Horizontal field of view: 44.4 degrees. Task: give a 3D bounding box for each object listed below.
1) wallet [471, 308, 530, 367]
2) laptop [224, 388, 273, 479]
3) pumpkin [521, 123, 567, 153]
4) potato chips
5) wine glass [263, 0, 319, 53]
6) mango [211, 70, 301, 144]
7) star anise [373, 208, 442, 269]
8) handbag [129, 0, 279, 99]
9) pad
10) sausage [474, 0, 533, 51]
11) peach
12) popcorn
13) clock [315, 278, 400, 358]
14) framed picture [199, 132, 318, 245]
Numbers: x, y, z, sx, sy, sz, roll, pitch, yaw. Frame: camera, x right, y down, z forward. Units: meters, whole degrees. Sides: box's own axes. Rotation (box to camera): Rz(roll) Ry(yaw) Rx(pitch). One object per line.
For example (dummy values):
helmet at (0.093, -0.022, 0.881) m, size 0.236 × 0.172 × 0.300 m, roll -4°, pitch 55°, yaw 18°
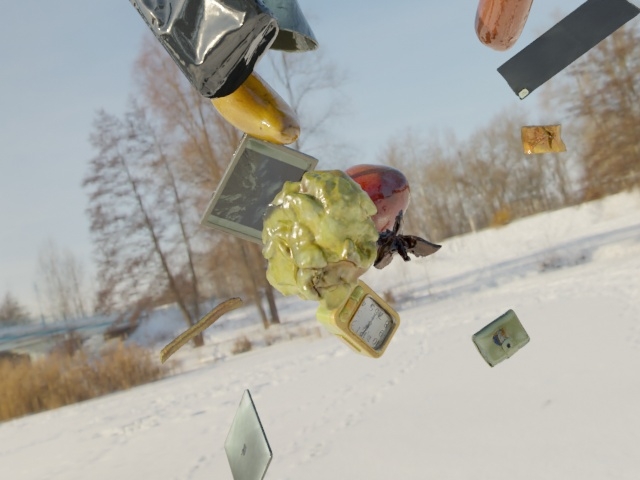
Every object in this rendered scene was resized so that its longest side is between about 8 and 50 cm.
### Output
wallet at (0.499, 0.272, 2.167) m, size 0.155 × 0.110 × 0.039 m, roll -28°, pitch -4°, yaw -26°
laptop at (-0.179, 0.510, 1.907) m, size 0.015 × 0.187 × 0.269 m, roll 14°, pitch 19°, yaw -24°
pumpkin at (0.528, -0.237, 1.852) m, size 0.101 × 0.073 × 0.035 m, roll -5°, pitch 22°, yaw 16°
potato chips at (-0.243, 0.177, 1.582) m, size 0.204 × 0.026 × 0.037 m, roll -35°, pitch 32°, yaw -6°
wine glass at (-0.108, -0.655, 1.782) m, size 0.267 × 0.405 × 0.267 m, roll 8°, pitch 5°, yaw -1°
mango at (-0.157, -0.309, 1.812) m, size 0.120 × 0.295 × 0.177 m, roll -48°, pitch -23°, yaw 18°
star anise at (0.165, 0.032, 1.734) m, size 0.158 × 0.140 × 0.144 m, roll -22°, pitch -43°, yaw -16°
handbag at (-0.212, -0.483, 1.600) m, size 0.275 × 0.301 × 0.178 m, roll -40°, pitch -10°, yaw 30°
pad at (0.344, -0.280, 1.106) m, size 0.193 × 0.004 × 0.116 m, roll -37°, pitch 32°, yaw 16°
sausage at (0.380, -0.490, 1.603) m, size 0.114 × 0.113 × 0.259 m, roll -14°, pitch -26°, yaw -8°
peach at (0.126, -0.098, 2.051) m, size 0.244 × 0.199 × 0.243 m, roll -24°, pitch 22°, yaw 10°
popcorn at (0.000, 0.000, 1.611) m, size 0.215 × 0.252 × 0.286 m, roll -13°, pitch -49°, yaw -46°
clock at (0.098, 0.197, 1.998) m, size 0.202 × 0.143 × 0.096 m, roll 43°, pitch -24°, yaw -31°
framed picture at (-0.156, -0.123, 1.964) m, size 0.209 × 0.019 × 0.281 m, roll 18°, pitch -63°, yaw -25°
